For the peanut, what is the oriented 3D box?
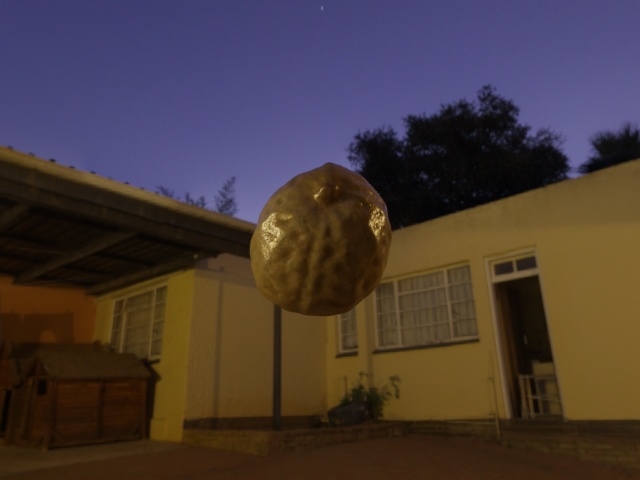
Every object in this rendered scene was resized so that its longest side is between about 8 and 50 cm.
[{"bbox_3d":[0.000,0.000,0.487,0.141,0.159,0.109,10,6,1],"label":"peanut"}]
